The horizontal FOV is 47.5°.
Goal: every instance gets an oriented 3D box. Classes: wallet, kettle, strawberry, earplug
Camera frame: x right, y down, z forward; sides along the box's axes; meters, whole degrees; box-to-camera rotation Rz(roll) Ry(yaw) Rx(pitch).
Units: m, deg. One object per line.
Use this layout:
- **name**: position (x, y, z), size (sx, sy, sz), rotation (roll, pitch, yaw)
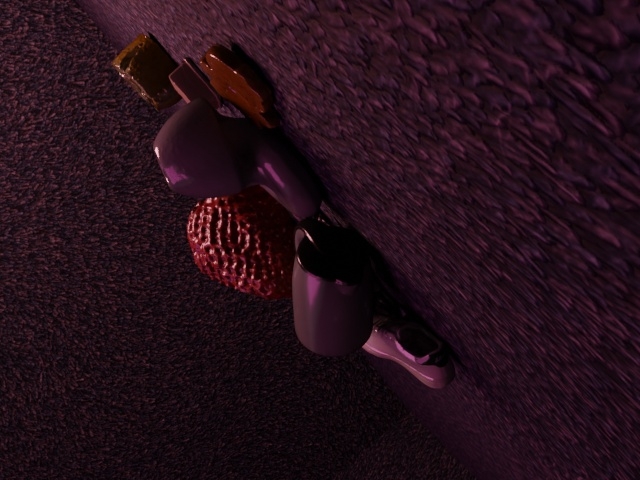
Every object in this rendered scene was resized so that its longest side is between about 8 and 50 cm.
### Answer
- **wallet**: position (0.100, 0.128, 1.712), size (0.221, 0.071, 0.262), rotation (48, 167, 23)
- **kettle**: position (0.010, 0.074, 1.417), size (0.221, 0.161, 0.236), rotation (55, 159, 37)
- **strawberry**: position (-0.117, 0.011, 1.673), size (0.312, 0.267, 0.351), rotation (2, -153, -43)
- **earplug**: position (-0.142, -0.136, 1.334), size (0.325, 0.175, 0.214), rotation (20, -175, -21)

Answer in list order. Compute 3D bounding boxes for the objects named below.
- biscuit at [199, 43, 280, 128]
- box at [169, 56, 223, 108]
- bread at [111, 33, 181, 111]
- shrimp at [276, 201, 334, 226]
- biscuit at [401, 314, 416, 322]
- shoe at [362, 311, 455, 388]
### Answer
- **biscuit**: position (-0.126, -0.248, 1.158), size (0.166, 0.036, 0.225), rotation (43, 173, 2)
- **box**: position (-0.275, -0.332, 1.602), size (0.122, 0.062, 0.089), rotation (49, 174, 1)
- **bread**: position (-0.445, -0.432, 1.933), size (0.186, 0.124, 0.257), rotation (50, 176, -3)
- **shrimp**: position (-0.016, -0.051, 1.526), size (0.296, 0.058, 0.169), rotation (47, 167, -5)
- **biscuit**: position (0.208, 0.201, 1.571), size (0.119, 0.019, 0.130), rotation (44, 171, 42)
- **shoe**: position (0.160, 0.192, 1.476), size (0.265, 0.095, 0.110), rotation (29, 150, 36)
